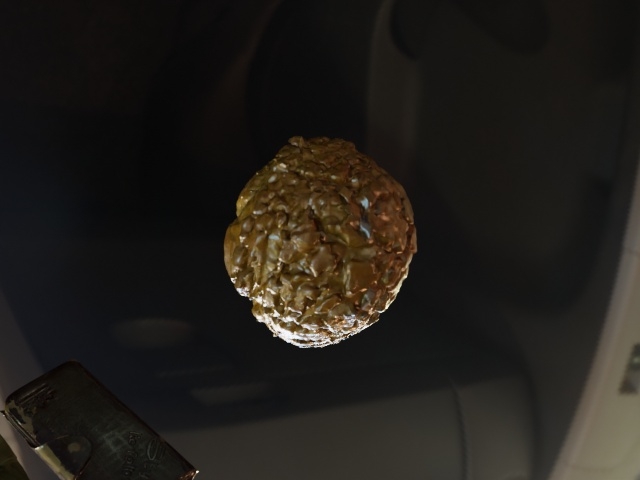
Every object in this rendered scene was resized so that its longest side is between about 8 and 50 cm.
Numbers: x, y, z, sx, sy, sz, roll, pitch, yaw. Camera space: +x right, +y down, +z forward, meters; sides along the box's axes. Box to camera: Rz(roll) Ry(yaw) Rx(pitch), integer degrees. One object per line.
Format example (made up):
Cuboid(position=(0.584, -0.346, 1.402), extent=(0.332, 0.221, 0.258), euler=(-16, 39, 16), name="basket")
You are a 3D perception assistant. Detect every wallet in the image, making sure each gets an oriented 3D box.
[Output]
Cuboid(position=(-0.262, 0.236, 1.391), extent=(0.122, 0.232, 0.031), euler=(-34, 150, -35), name="wallet")

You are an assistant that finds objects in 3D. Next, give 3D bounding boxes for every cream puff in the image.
Cuboid(position=(0.000, 0.000, 0.918), extent=(0.150, 0.165, 0.115), euler=(-9, -179, -7), name="cream puff")

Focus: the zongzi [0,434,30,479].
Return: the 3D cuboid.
Cuboid(position=(-0.270, 0.205, 0.974), extent=(0.062, 0.130, 0.154), euler=(-11, 160, -6), name="zongzi")
